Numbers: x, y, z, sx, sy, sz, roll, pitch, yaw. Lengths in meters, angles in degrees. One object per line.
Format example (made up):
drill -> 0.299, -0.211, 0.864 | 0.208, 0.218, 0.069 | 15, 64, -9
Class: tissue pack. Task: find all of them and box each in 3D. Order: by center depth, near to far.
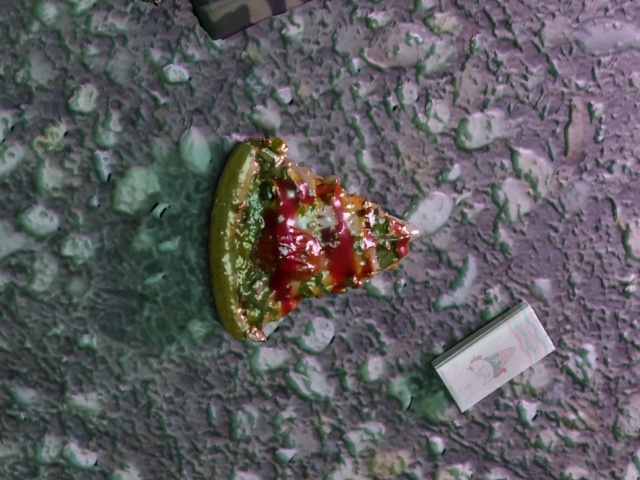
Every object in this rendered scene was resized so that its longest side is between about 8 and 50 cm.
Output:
tissue pack -> 0.161, 0.108, 1.681 | 0.108, 0.023, 0.056 | -35, 110, -4

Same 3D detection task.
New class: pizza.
pizza -> 0.000, 0.000, 1.591 | 0.199, 0.062, 0.188 | -3, 106, -16

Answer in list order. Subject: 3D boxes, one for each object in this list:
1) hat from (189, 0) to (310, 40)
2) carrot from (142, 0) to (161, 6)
hat -> -0.120, -0.377, 1.390 | 0.257, 0.382, 0.366 | -33, 153, -43
carrot -> -0.130, -0.321, 1.488 | 0.049, 0.049, 0.254 | 1, 98, -16
